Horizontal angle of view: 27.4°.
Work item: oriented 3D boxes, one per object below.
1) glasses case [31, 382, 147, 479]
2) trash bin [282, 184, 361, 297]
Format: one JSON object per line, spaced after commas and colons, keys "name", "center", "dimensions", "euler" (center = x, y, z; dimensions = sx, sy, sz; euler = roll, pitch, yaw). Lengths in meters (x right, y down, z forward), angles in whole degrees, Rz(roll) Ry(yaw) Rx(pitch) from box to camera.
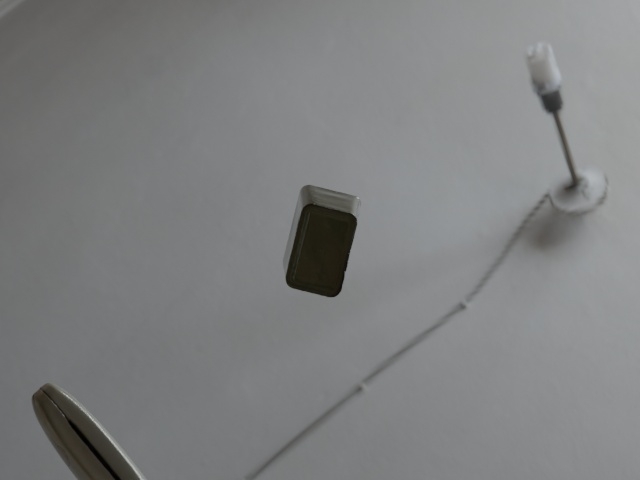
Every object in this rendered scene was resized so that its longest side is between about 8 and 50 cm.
{"name": "glasses case", "center": [-0.213, 0.223, 1.288], "dimensions": [0.051, 0.081, 0.204], "euler": [-37, -107, -20]}
{"name": "trash bin", "center": [0.000, 0.000, 0.842], "dimensions": [0.043, 0.092, 0.061], "euler": [14, -84, 0]}
